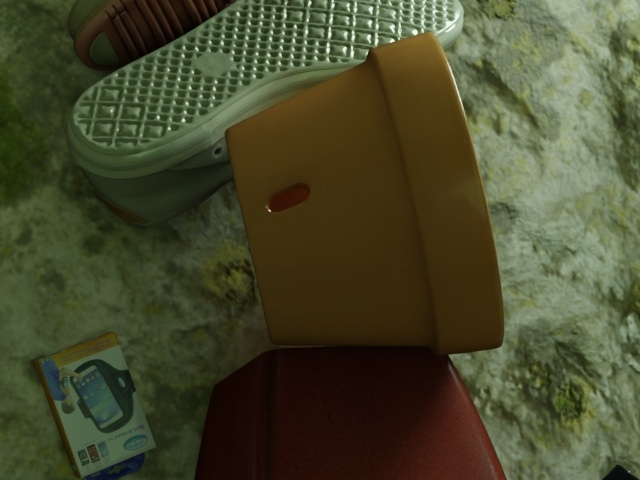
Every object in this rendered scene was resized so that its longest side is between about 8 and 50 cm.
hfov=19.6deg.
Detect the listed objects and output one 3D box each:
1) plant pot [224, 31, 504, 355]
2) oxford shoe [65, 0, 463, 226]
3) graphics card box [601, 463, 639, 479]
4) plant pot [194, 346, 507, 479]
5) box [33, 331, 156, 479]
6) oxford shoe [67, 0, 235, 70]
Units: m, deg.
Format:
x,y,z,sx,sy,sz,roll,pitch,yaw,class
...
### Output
x,y,z,sx,sy,sz,roll,pitch,yaw,class
0.033,-0.023,1.662,0.203,0.291,0.291,-13,91,-2,plant pot
-0.051,-0.146,1.816,0.449,0.130,0.169,-29,51,-27,oxford shoe
0.233,0.423,1.800,0.371,0.094,0.233,-44,127,-8,graphics card box
0.018,0.230,1.750,0.267,0.267,0.236,-1,74,-21,plant pot
-0.213,0.164,1.775,0.081,0.028,0.136,-21,92,-21,box
-0.117,-0.330,1.818,0.146,0.140,0.397,40,76,19,oxford shoe
